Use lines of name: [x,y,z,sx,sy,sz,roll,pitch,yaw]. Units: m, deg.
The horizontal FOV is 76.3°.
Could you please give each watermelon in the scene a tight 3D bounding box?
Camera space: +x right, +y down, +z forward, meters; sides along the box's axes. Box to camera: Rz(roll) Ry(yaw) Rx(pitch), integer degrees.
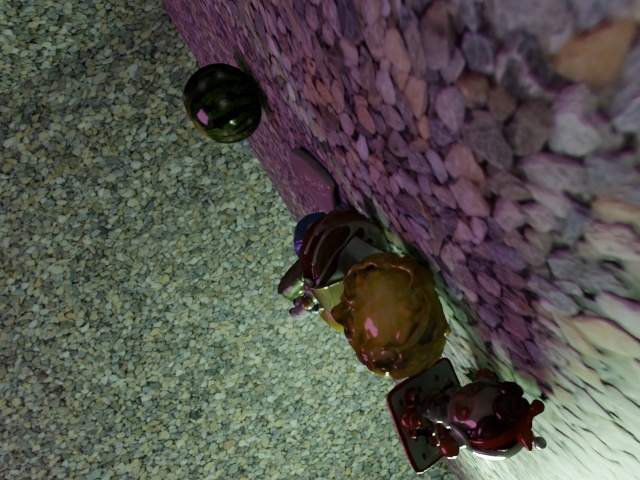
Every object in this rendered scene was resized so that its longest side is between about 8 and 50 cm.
watermelon: [-0.323,-0.453,1.362,0.269,0.268,0.269,57,174,9]

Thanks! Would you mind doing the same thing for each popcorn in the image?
popcorn: [0.134,0.145,0.818,0.190,0.250,0.250,14,-152,-42]

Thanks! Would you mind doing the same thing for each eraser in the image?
eraser: [-0.027,-0.181,1.213,0.243,0.059,0.204,51,172,25]

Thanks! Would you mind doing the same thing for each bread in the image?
bread: [0.054,0.039,0.946,0.142,0.224,0.212,31,139,64]

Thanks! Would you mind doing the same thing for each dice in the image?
dice: [0.000,0.000,1.321,0.147,0.143,0.146,-76,-31,-42]

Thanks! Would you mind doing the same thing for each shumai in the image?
shumai: [0.025,0.179,1.705,0.323,0.324,0.397,43,180,-3]

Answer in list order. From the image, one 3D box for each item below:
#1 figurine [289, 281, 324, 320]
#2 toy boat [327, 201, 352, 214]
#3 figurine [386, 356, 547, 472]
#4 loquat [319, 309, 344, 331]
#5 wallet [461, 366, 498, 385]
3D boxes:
figurine: [-0.007,0.157,1.209,0.133,0.274,0.194,33,-157,-5]
toy boat: [0.099,0.021,1.152,0.127,0.078,0.283,47,167,45]
figurine: [0.267,0.303,0.694,0.226,0.183,0.160,-29,81,58]
loquat: [0.091,0.185,1.346,0.244,0.243,0.244,57,174,9]
wallet: [0.358,0.340,0.844,0.155,0.039,0.110,60,171,-23]
